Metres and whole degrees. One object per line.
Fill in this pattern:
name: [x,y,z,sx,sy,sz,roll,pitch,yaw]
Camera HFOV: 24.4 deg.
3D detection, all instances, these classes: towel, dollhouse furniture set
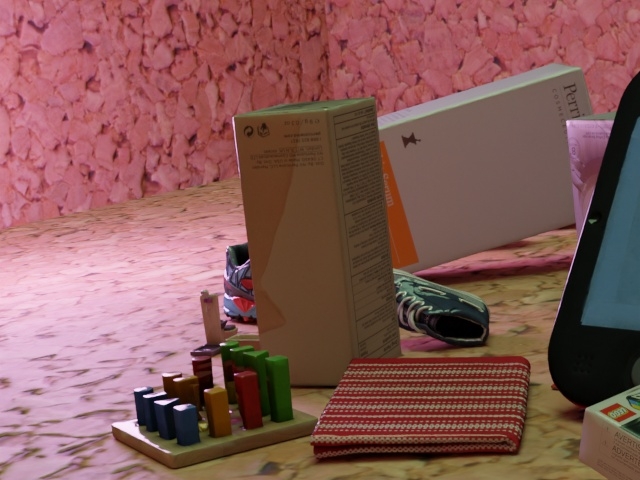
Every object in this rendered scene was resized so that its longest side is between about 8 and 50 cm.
towel: [0.107,0.163,1.473,0.199,0.031,0.275,-2,11,11]
dollhouse furniture set: [-0.100,0.097,1.888,0.114,0.081,0.091,-2,9,27]

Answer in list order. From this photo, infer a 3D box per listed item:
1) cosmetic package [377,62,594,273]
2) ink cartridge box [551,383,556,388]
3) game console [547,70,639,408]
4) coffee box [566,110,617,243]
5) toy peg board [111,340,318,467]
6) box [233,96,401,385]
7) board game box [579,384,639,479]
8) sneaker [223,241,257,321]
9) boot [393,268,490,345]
cosmetic package: [0.191,-0.094,2.235,0.453,0.230,0.161,-18,9,-2]
ink cartridge box: [0.426,0.107,1.509,0.261,0.066,0.296,-12,10,-40]
game console: [0.396,-0.008,1.380,0.342,0.386,0.060,2,-22,47]
coffee box: [0.403,-0.039,1.886,0.098,0.246,0.141,-11,9,-27]
toy peg board: [-0.112,0.158,1.492,0.160,0.079,0.161,-10,9,-28]
box: [0.000,0.000,1.684,0.121,0.311,0.148,-2,9,25]
board game box: [0.369,0.140,1.104,0.305,0.053,0.193,-17,31,-34]
sneaker: [-0.049,0.050,2.024,0.262,0.125,0.104,2,12,45]
boot: [0.114,0.080,1.800,0.190,0.069,0.086,9,13,2]
